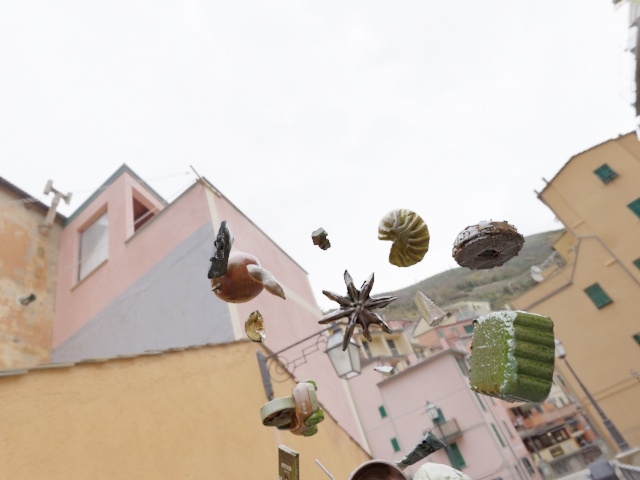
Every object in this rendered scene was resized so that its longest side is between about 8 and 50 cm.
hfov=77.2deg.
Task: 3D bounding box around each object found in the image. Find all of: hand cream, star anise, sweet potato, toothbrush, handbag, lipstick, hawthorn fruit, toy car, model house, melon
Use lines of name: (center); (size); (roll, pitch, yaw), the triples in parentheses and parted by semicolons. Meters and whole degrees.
hand cream: (0.298, 0.726, 1.351); (0.248, 0.052, 0.075); (-43, -63, 14)
star anise: (0.126, 0.234, 1.350); (0.288, 0.288, 0.088); (-21, -22, 0)
sweet potato: (-0.190, 0.147, 1.447); (0.065, 0.218, 0.051); (-20, -47, -44)
toothbrush: (0.043, 1.104, 1.889); (0.017, 0.194, 0.014); (-13, -61, -44)
handbag: (-0.459, 0.051, 1.819); (0.088, 0.270, 0.175); (12, -13, -5)
lipstick: (0.264, 0.553, 1.702); (0.030, 0.030, 0.129); (-37, 9, -30)
hawthorn fruit: (-0.441, 0.198, 2.032); (0.298, 0.277, 0.277); (-24, -23, -48)
toy car: (-0.114, 0.630, 1.478); (0.235, 0.145, 0.235); (-10, -44, -10)
model house: (0.000, 0.000, 1.495); (0.058, 0.057, 0.083); (-35, -35, -16)
melon: (-0.323, 0.438, 2.001); (0.079, 0.160, 0.128); (-15, -20, 7)

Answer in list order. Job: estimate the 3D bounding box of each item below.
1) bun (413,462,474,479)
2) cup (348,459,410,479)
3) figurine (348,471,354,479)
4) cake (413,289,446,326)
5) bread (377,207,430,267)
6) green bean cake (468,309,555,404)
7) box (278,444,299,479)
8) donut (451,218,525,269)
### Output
bun: (0.479, 1.001, 1.439); (0.211, 0.359, 0.360); (-32, -25, -35)
cup: (0.163, 0.771, 1.132); (0.191, 0.253, 0.200); (11, -31, 16)
figurine: (0.186, 1.126, 1.705); (0.133, 0.236, 0.176); (37, -56, -22)
cake: (0.350, 0.218, 1.304); (0.065, 0.121, 0.052); (-8, -42, -26)
bread: (0.448, -0.016, 2.200); (0.333, 0.333, 0.160); (-46, -20, 32)
green bean cake: (0.558, 0.340, 1.176); (0.156, 0.247, 0.250); (14, -20, -4)
box: (-0.119, 0.841, 1.493); (0.090, 0.133, 0.023); (3, 7, 39)
donut: (0.635, 0.018, 1.537); (0.269, 0.103, 0.270); (0, -35, 0)
